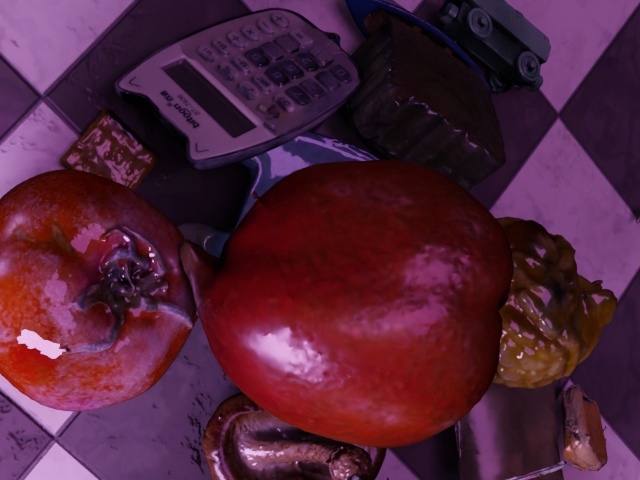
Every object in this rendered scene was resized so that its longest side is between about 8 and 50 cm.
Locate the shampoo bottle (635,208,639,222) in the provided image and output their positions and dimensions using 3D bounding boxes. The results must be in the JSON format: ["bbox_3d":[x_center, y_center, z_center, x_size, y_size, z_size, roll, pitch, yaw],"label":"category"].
[{"bbox_3d":[0.498,-0.006,1.638,0.141,0.034,0.049,35,79,-24],"label":"shampoo bottle"}]

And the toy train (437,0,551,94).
[{"bbox_3d":[0.222,-0.259,1.467,0.172,0.070,0.099,34,62,-26],"label":"toy train"}]

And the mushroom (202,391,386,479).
[{"bbox_3d":[0.012,0.232,1.237,0.227,0.217,0.148,-4,90,-31],"label":"mushroom"}]

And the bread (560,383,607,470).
[{"bbox_3d":[0.340,0.248,1.506,0.072,0.053,0.106,43,35,-35],"label":"bread"}]

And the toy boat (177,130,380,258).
[{"bbox_3d":[0.000,0.000,1.318,0.330,0.123,0.215,20,80,-16],"label":"toy boat"}]

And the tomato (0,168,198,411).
[{"bbox_3d":[-0.236,0.052,1.116,0.232,0.188,0.232,1,88,-37],"label":"tomato"}]

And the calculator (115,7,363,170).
[{"bbox_3d":[-0.076,-0.173,1.252,0.268,0.040,0.177,-32,65,-29],"label":"calculator"}]

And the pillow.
[{"bbox_3d":[0.240,0.294,1.453,0.185,0.075,0.302,-4,89,-36],"label":"pillow"}]

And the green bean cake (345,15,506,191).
[{"bbox_3d":[0.118,-0.150,1.341,0.181,0.094,0.173,32,34,-26],"label":"green bean cake"}]

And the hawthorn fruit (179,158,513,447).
[{"bbox_3d":[0.042,0.064,1.116,0.311,0.295,0.295,-18,97,-31],"label":"hawthorn fruit"}]

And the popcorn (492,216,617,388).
[{"bbox_3d":[0.240,0.078,1.403,0.189,0.169,0.218,8,58,-36],"label":"popcorn"}]

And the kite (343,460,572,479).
[{"bbox_3d":[0.101,0.294,1.252,0.406,0.368,0.014,32,40,-53],"label":"kite"}]

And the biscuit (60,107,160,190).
[{"bbox_3d":[-0.222,-0.086,1.226,0.083,0.018,0.081,43,69,-21],"label":"biscuit"}]

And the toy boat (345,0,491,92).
[{"bbox_3d":[0.115,-0.239,1.406,0.229,0.080,0.046,34,38,-25],"label":"toy boat"}]
